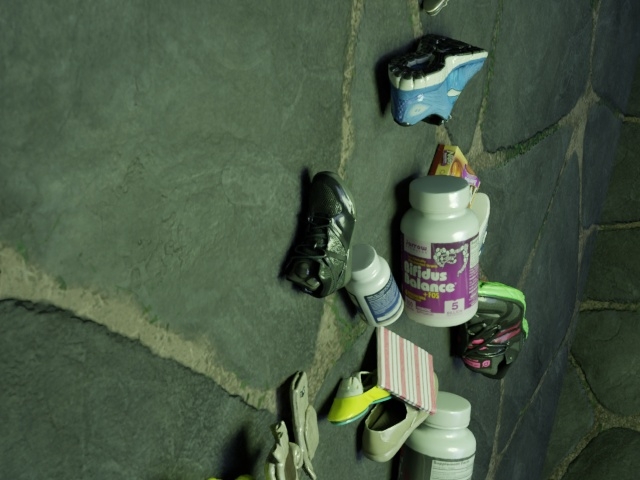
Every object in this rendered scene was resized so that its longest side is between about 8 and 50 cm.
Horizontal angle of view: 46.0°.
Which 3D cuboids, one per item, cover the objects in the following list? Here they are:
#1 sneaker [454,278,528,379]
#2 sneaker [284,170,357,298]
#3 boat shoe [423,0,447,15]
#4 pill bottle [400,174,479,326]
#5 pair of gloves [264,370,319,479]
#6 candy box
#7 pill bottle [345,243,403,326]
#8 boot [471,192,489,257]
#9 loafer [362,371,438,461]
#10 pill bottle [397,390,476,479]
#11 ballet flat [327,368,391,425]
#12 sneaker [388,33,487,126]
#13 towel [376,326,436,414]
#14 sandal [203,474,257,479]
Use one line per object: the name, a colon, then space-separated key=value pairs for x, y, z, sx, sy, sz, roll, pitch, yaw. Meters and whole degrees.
sneaker: x=0.438 y=0.239 z=1.966 sx=0.483 sy=0.185 sz=0.202 roll=46 pitch=57 yaw=-51
sneaker: x=0.000 y=0.000 z=1.298 sx=0.130 sy=0.087 sz=0.227 roll=-37 pitch=135 yaw=-54
boat shoe: x=0.252 y=-0.510 z=1.565 sx=0.137 sy=0.049 sz=0.043 roll=-65 pitch=148 yaw=-28
pill bottle: x=0.256 y=0.019 z=1.624 sx=0.169 sy=0.169 sz=0.301 roll=-33 pitch=126 yaw=-48
pair of gloves: x=-0.049 y=0.375 z=1.327 sx=0.240 sy=0.042 sz=0.204 roll=-70 pitch=151 yaw=-61
candy box: x=0.312 y=-0.133 z=1.772 sx=0.187 sy=0.053 sz=0.109 roll=41 pitch=66 yaw=-53
pill bottle: x=0.098 y=0.085 z=1.470 sx=0.094 sy=0.094 sz=0.169 roll=-59 pitch=143 yaw=-28
boot: x=0.394 y=-0.031 z=1.929 sx=0.086 sy=0.069 sz=0.190 roll=-9 pitch=115 yaw=-63
loafer: x=0.182 y=0.371 z=1.685 sx=0.268 sy=0.102 sz=0.092 roll=-50 pitch=144 yaw=-36
pill bottle: x=0.278 y=0.535 z=1.816 sx=0.176 sy=0.176 sz=0.318 roll=-9 pitch=107 yaw=-56
ballet flat: x=0.076 y=0.312 z=1.543 sx=0.231 sy=0.077 sz=0.077 roll=-7 pitch=85 yaw=-59
sneaker: x=0.232 y=-0.324 z=1.547 sx=0.330 sy=0.130 sz=0.147 roll=-35 pitch=142 yaw=-43
towel: x=0.183 y=0.284 z=1.636 sx=0.197 sy=0.029 sz=0.144 roll=33 pitch=43 yaw=-35
sandal: x=-0.157 y=0.454 z=1.199 sx=0.138 sy=0.126 sz=0.317 roll=-36 pitch=150 yaw=3
